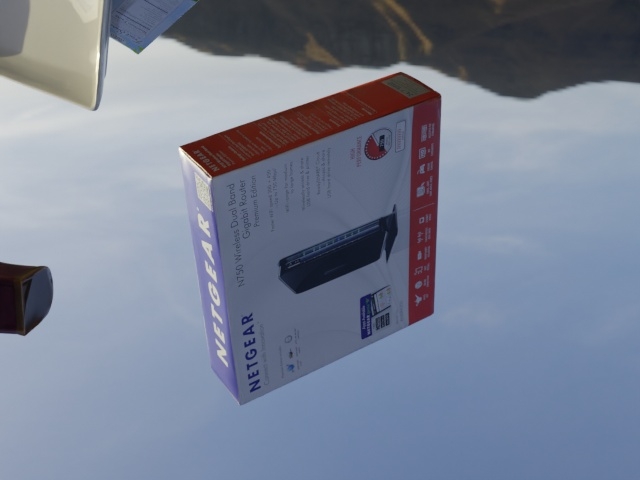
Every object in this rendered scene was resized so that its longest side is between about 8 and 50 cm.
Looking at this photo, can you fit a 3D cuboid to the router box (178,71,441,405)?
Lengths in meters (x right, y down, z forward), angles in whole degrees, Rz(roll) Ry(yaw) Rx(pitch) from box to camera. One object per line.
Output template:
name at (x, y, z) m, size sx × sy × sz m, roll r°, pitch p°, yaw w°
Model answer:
router box at (0.000, 0.000, 1.141) m, size 0.301 × 0.335 × 0.082 m, roll -23°, pitch -139°, yaw -24°

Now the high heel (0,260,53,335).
high heel at (-0.383, 0.079, 0.794) m, size 0.181 × 0.127 × 0.377 m, roll 4°, pitch -174°, yaw 8°

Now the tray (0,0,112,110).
tray at (-0.293, -0.232, 0.980) m, size 0.270 × 0.145 × 0.030 m, roll 23°, pitch -157°, yaw 38°

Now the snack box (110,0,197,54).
snack box at (-0.139, -0.303, 0.936) m, size 0.070 × 0.174 × 0.207 m, roll 28°, pitch 152°, yaw -25°
